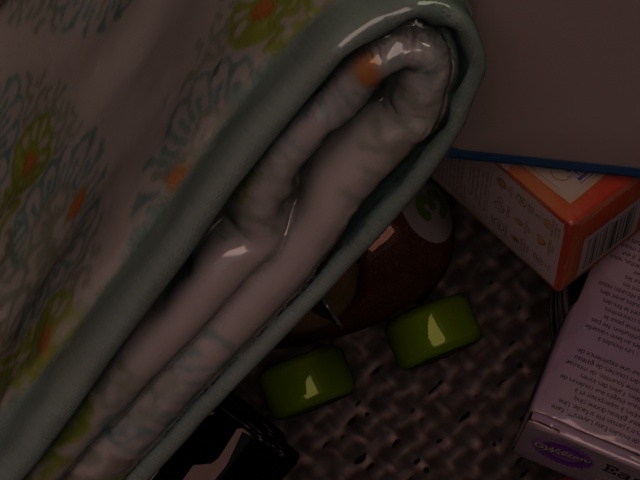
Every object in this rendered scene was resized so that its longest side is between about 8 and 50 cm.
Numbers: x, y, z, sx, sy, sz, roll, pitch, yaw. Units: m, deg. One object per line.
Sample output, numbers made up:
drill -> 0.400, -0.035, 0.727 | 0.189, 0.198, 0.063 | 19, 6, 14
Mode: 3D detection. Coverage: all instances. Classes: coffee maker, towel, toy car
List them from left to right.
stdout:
towel -> -0.093, -0.053, 0.915 | 0.090, 0.320, 0.374 | 28, 115, -34
coffee maker -> -0.093, 0.161, 1.028 | 0.171, 0.120, 0.178 | 40, 88, -11
toy car -> 0.000, 0.000, 0.995 | 0.149, 0.188, 0.155 | -22, 82, 1

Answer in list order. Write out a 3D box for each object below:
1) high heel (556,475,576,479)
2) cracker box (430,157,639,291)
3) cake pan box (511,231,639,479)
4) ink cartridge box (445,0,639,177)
high heel -> 0.135, 0.134, 1.037 | 0.244, 0.082, 0.117 | -1, 59, 14
cracker box -> 0.103, -0.102, 0.996 | 0.156, 0.067, 0.232 | -35, 63, -22
cake pan box -> 0.257, 0.047, 1.000 | 0.267, 0.070, 0.245 | 21, 63, 5
ink cartridge box -> 0.218, -0.227, 0.943 | 0.285, 0.166, 0.395 | 6, 55, 3
